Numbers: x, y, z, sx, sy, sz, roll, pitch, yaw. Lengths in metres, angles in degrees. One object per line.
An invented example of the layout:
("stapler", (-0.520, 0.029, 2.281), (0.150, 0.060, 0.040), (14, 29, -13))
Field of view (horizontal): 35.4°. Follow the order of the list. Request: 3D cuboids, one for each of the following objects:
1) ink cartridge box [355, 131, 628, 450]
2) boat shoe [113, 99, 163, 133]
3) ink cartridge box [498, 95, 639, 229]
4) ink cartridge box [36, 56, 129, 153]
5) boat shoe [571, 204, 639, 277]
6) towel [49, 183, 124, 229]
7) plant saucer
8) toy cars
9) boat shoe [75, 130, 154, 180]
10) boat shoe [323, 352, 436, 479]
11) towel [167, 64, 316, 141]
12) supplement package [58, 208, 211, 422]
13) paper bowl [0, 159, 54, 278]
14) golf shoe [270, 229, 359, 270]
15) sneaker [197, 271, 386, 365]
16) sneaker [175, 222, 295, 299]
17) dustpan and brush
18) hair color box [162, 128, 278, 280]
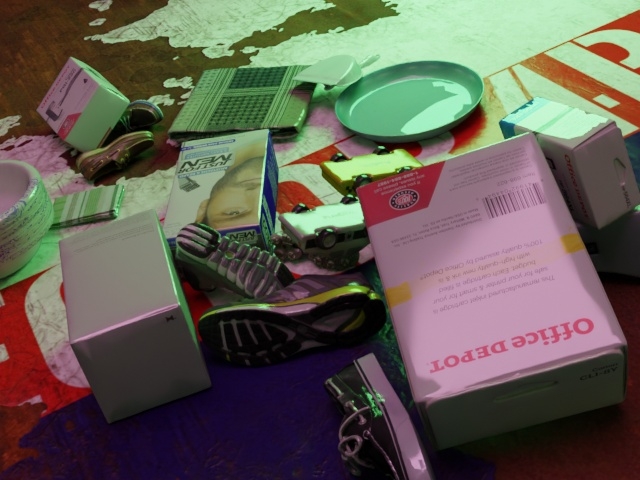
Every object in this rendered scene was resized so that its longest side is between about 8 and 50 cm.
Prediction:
("ink cartridge box", (0.233, 0.069, 1.414), (0.279, 0.160, 0.385), (-16, 51, 5))
("boat shoe", (-0.442, -0.278, 2.312), (0.183, 0.066, 0.066), (1, 41, 36))
("ink cartridge box", (0.379, -0.122, 1.532), (0.086, 0.148, 0.203), (-31, 26, -9))
("ink cartridge box", (-0.548, -0.309, 2.302), (0.159, 0.092, 0.218), (-56, 39, 5))
("boat shoe", (0.458, -0.021, 1.598), (0.367, 0.136, 0.156), (-8, 31, 25))
("towel", (-0.484, -0.068, 2.071), (0.152, 0.023, 0.113), (-12, 33, 7))
("plant saucer", (0.189, -0.289, 2.120), (0.317, 0.044, 0.318), (-10, 35, 7))
("toy cars", (0.059, -0.058, 1.738), (0.176, 0.087, 0.394), (15, 32, 13))
("boat shoe", (-0.440, -0.181, 2.181), (0.178, 0.064, 0.060), (-26, 67, -14))
("boat shoe", (0.072, 0.261, 1.344), (0.104, 0.113, 0.306), (-24, 33, -3))
("towel", (-0.164, -0.306, 2.271), (0.312, 0.056, 0.324), (0, 35, 14))
("supplement package", (-0.305, 0.114, 1.617), (0.175, 0.178, 0.293), (-19, 35, -6))
("paper bowl", (-0.661, -0.024, 1.957), (0.284, 0.148, 0.284), (-9, 36, 7))
("golf shoe", (0.000, 0.000, 1.770), (0.176, 0.069, 0.086), (12, 34, 28))
("sneaker", (-0.047, 0.118, 1.606), (0.299, 0.111, 0.121), (-7, 25, 0))
("sneaker", (-0.150, 0.062, 1.719), (0.228, 0.132, 0.086), (31, 56, 0))
("dustpan and brush", (0.058, -0.384, 2.249), (0.211, 0.060, 0.147), (-41, 37, -27))
("hair color box", (-0.183, -0.075, 1.899), (0.185, 0.110, 0.339), (-8, 37, 6))
